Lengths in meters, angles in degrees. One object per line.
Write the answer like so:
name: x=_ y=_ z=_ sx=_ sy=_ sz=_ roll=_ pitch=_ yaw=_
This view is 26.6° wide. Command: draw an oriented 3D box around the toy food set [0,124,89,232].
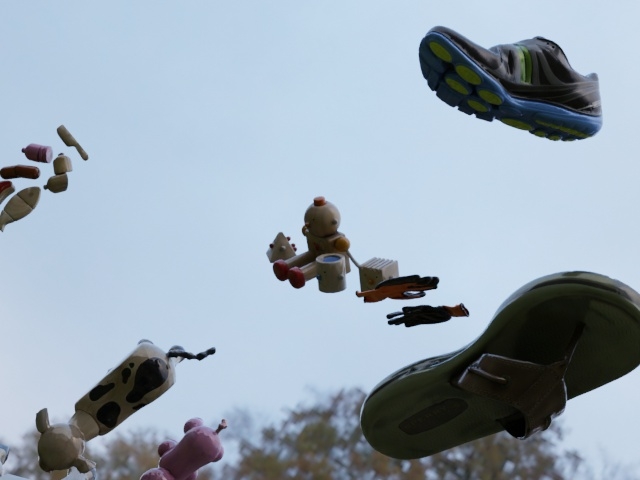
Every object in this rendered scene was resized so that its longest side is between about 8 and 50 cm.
toy food set: x=-0.306 y=-0.066 z=1.434 sx=0.078 sy=0.122 sz=0.019 roll=48 pitch=-10 yaw=26

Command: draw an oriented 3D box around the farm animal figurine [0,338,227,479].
farm animal figurine: x=-0.259 y=0.273 z=1.390 sx=0.326 sy=0.172 sz=0.330 roll=-4 pitch=-81 yaw=3

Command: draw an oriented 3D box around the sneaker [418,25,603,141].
sneaker: x=0.164 y=-0.143 z=1.164 sx=0.188 sy=0.078 sz=0.067 roll=17 pitch=-19 yaw=-24

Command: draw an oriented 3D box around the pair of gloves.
pair of gloves: x=0.078 y=0.051 z=1.136 sx=0.074 sy=0.010 sz=0.083 roll=-12 pitch=-33 yaw=28

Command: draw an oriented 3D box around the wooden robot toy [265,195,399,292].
wooden robot toy: x=0.000 y=0.000 z=1.282 sx=0.173 sy=0.076 sz=0.079 roll=22 pitch=-58 yaw=50

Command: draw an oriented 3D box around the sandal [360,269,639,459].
sandal: x=0.156 y=0.127 z=1.123 sx=0.120 sy=0.086 sz=0.302 roll=37 pitch=-52 yaw=-21
